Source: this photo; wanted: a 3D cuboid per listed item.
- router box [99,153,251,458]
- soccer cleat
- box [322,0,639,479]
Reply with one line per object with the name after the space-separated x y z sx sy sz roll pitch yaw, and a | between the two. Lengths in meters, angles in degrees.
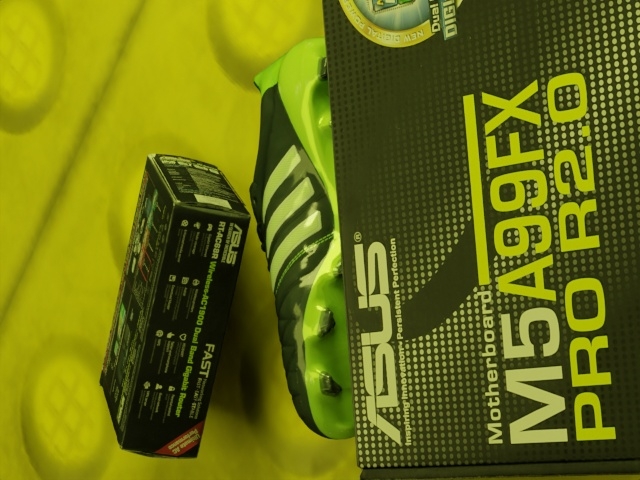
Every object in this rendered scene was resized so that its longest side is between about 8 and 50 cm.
-0.070 0.030 0.894 0.092 0.038 0.122 -128 50 -69 | router box
0.000 0.000 0.843 0.072 0.060 0.179 -18 71 55 | soccer cleat
0.099 -0.044 0.734 0.216 0.060 0.270 -8 84 45 | box
